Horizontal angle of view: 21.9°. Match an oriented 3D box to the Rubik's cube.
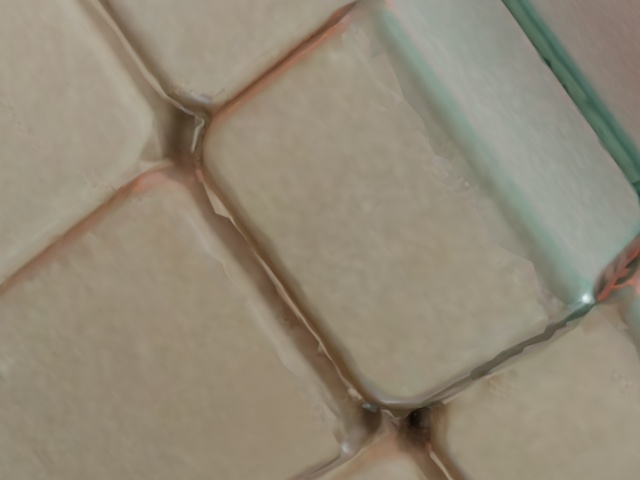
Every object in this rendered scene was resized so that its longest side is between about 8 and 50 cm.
[{"bbox_3d":[0.000,0.000,0.639,0.319,0.322,0.316,-34,-87,31],"label":"Rubik's cube"}]
